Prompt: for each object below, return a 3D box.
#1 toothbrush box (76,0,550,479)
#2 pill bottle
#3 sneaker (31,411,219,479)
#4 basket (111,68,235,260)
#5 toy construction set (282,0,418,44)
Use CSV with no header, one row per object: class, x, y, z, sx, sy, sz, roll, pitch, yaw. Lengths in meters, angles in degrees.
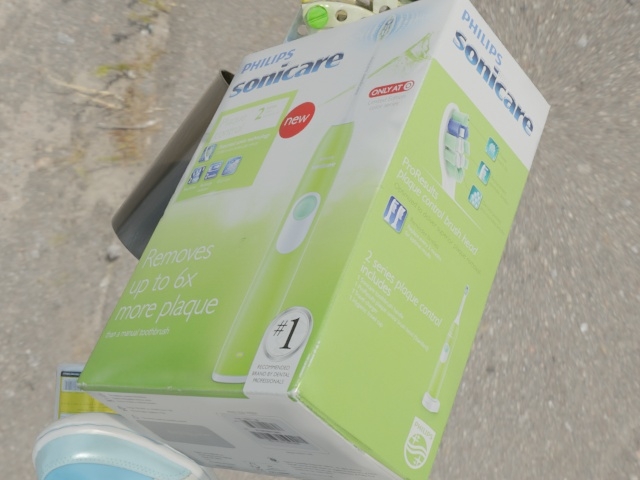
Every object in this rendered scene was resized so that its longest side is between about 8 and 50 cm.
toothbrush box,0.000,0.000,0.639,0.206,0.283,0.122,-5,141,45
pill bottle,-0.343,0.274,1.460,0.103,0.103,0.184,1,83,11
sneaker,-0.126,0.298,0.823,0.127,0.208,0.319,-35,115,18
basket,-0.134,-0.068,1.196,0.154,0.204,0.227,37,101,-26
toy construction set,0.048,-0.384,1.320,0.214,0.151,0.328,0,127,-1
